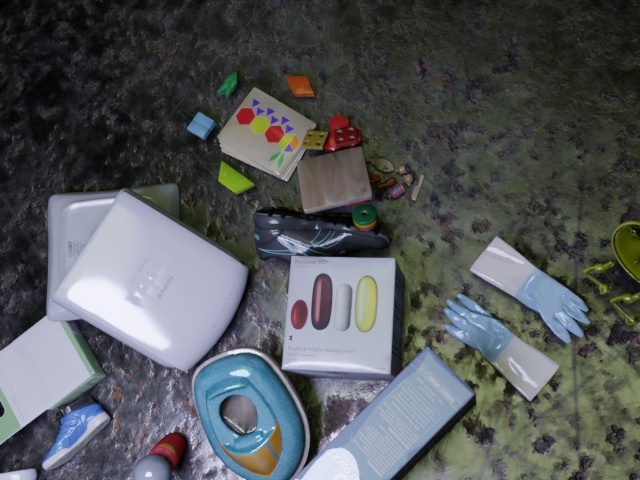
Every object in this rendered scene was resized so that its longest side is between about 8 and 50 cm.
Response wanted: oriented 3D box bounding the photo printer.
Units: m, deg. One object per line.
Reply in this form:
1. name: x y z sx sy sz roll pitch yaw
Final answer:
1. photo printer: -0.308 0.084 1.445 0.307 0.107 0.256 33 80 -6

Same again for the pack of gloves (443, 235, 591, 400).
1. pack of gloves: 0.351 0.139 1.372 0.232 0.046 0.195 40 97 23

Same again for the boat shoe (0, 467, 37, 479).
1. boat shoe: -0.650 0.505 1.457 0.258 0.095 0.084 -23 73 16

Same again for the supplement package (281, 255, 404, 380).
1. supplement package: 0.047 0.143 1.371 0.194 0.149 0.203 0 74 13

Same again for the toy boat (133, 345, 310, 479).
1. toy boat: -0.176 0.347 1.337 0.318 0.148 0.267 -26 97 14

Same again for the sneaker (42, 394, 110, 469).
1. sneaker: -0.490 0.366 1.470 0.152 0.058 0.084 -43 75 -7

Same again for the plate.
1. plate: -0.423 0.015 1.545 0.278 0.045 0.277 -6 72 -1

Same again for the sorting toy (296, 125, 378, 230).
1. sorting toy: 0.028 -0.114 1.470 0.132 0.046 0.274 -13 51 4

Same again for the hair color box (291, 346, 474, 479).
1. hair color box: 0.092 0.358 1.275 0.374 0.185 0.113 -45 70 -3

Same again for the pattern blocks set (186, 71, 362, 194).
1. pattern blocks set: -0.106 -0.219 1.579 0.325 0.026 0.285 42 85 18

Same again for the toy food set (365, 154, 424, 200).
1. toy food set: 0.139 -0.122 1.500 0.122 0.019 0.078 17 78 17

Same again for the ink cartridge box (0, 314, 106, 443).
1. ink cartridge box: -0.571 0.273 1.520 0.235 0.056 0.171 -38 69 0

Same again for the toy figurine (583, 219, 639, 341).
1. toy figurine: 0.663 0.094 1.281 0.217 0.191 0.362 -29 69 -28

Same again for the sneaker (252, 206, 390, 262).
1. sneaker: 0.000 0.000 1.470 0.267 0.101 0.106 7 104 8
